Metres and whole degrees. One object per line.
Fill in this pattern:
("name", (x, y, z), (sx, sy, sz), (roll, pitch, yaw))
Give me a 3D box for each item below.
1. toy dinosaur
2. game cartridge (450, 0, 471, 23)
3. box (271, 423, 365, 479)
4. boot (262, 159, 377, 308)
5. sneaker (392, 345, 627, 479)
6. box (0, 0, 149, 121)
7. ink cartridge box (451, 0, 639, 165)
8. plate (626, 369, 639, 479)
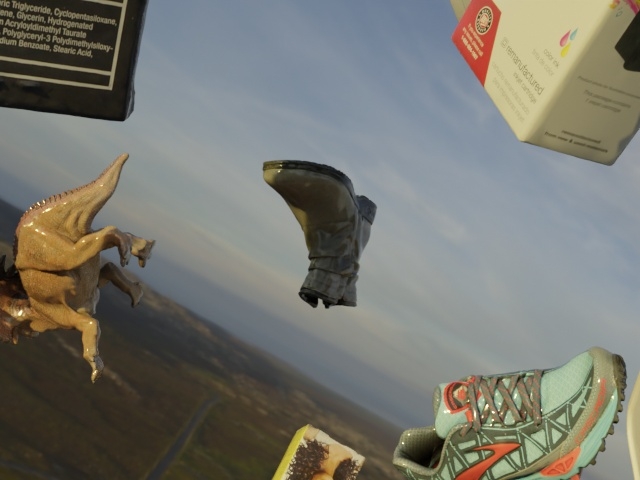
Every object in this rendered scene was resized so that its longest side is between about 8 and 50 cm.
("toy dinosaur", (-0.314, 0.030, 1.034), (0.200, 0.295, 0.127), (19, 24, 3))
("game cartridge", (0.281, -0.455, 1.513), (0.060, 0.196, 0.294), (-4, -59, 39))
("box", (-0.038, 0.337, 1.037), (0.087, 0.232, 0.058), (31, -27, -6))
("boot", (0.000, 0.000, 1.158), (0.084, 0.161, 0.246), (2, -16, 32))
("sneaker", (0.164, 0.174, 0.825), (0.125, 0.262, 0.104), (36, 34, -9))
("box", (-0.271, -0.264, 0.628), (0.296, 0.293, 0.183), (4, 24, -30))
("ink cartridge box", (0.163, -0.154, 0.513), (0.072, 0.175, 0.127), (11, 36, -24))
("plate", (0.467, 0.277, 1.211), (0.045, 0.277, 0.278), (1, -42, 6))
